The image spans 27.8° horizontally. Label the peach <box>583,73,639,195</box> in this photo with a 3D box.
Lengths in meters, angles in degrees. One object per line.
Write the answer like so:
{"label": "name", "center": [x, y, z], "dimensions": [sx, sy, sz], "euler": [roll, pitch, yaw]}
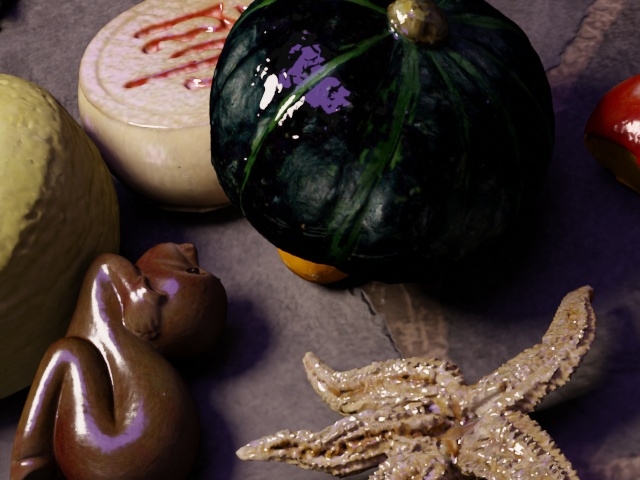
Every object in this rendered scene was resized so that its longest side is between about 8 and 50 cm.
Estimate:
{"label": "peach", "center": [0.311, -0.098, 1.139], "dimensions": [0.151, 0.151, 0.118], "euler": [-31, 91, -6]}

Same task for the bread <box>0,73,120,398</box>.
{"label": "bread", "center": [-0.340, -0.008, 1.231], "dimensions": [0.320, 0.237, 0.320], "euler": [-15, 40, 12]}

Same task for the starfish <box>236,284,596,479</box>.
{"label": "starfish", "center": [0.080, 0.172, 1.011], "dimensions": [0.293, 0.084, 0.301], "euler": [-12, 44, 18]}

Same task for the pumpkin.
{"label": "pumpkin", "center": [0.057, -0.112, 1.112], "dimensions": [0.315, 0.238, 0.315], "euler": [13, 48, -15]}

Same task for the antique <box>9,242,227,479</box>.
{"label": "antique", "center": [-0.160, 0.118, 1.132], "dimensions": [0.143, 0.121, 0.257], "euler": [5, 53, 17]}

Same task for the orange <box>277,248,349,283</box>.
{"label": "orange", "center": [0.000, 0.000, 1.201], "dimensions": [0.083, 0.070, 0.083], "euler": [-11, 52, 14]}

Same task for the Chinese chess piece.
{"label": "Chinese chess piece", "center": [-0.114, -0.153, 1.331], "dimensions": [0.270, 0.112, 0.270], "euler": [-5, 45, 5]}
